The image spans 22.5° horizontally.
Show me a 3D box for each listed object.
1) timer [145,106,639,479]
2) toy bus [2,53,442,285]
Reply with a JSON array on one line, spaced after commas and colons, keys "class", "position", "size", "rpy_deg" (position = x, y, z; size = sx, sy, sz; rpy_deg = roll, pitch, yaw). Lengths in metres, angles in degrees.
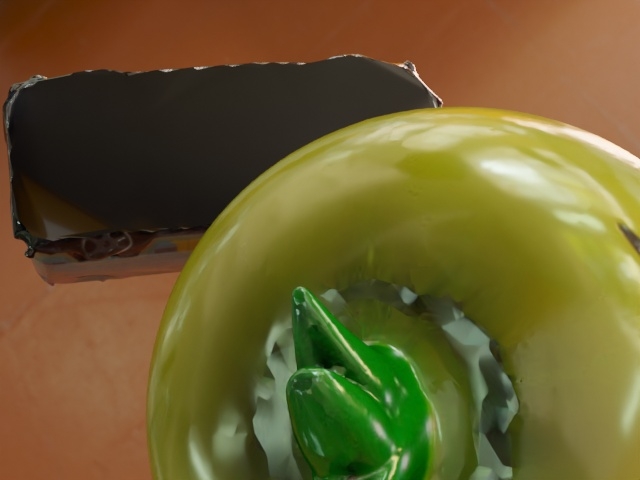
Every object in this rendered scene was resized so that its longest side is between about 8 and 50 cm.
[{"class": "timer", "position": [0.042, 0.070, 0.634], "size": [0.285, 0.285, 0.285], "rpy_deg": [-25, 43, 25]}, {"class": "toy bus", "position": [-0.084, -0.062, 1.456], "size": [0.386, 0.162, 0.171], "rpy_deg": [-5, 74, -8]}]
